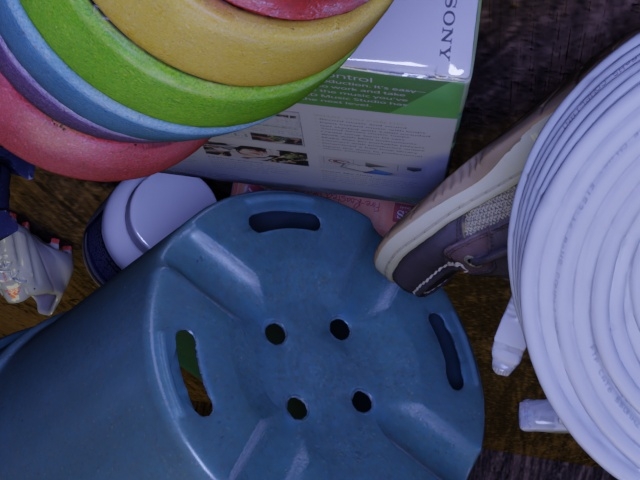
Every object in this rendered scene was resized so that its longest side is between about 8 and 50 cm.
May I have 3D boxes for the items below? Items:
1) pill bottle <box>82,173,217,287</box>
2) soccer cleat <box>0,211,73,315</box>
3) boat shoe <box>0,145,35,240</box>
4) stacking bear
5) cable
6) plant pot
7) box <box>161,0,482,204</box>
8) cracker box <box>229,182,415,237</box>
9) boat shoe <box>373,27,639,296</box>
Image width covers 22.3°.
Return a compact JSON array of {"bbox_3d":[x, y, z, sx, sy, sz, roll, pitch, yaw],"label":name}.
[{"bbox_3d":[-0.133,-0.006,1.297,0.094,0.094,0.169,14,167,-14],"label":"pill bottle"},{"bbox_3d":[-0.305,0.020,1.586,0.068,0.076,0.196,4,165,27],"label":"soccer cleat"},{"bbox_3d":[-0.366,-0.034,1.278,0.158,0.127,0.340,29,158,-35],"label":"boat shoe"},{"bbox_3d":[-0.031,-0.129,0.579,0.175,0.164,0.289,16,161,-25],"label":"stacking bear"},{"bbox_3d":[0.216,0.011,0.759,0.257,0.257,0.089,9,-159,6],"label":"cable"},{"bbox_3d":[-0.078,0.149,1.146,0.341,0.341,0.334,17,146,-27],"label":"plant pot"},{"bbox_3d":[-0.035,-0.085,0.914,0.232,0.059,0.322,7,172,2],"label":"box"},{"bbox_3d":[0.000,0.000,1.283,0.155,0.067,0.232,11,168,-4],"label":"cracker box"},{"bbox_3d":[0.121,-0.017,0.914,0.092,0.103,0.285,52,147,3],"label":"boat shoe"}]
